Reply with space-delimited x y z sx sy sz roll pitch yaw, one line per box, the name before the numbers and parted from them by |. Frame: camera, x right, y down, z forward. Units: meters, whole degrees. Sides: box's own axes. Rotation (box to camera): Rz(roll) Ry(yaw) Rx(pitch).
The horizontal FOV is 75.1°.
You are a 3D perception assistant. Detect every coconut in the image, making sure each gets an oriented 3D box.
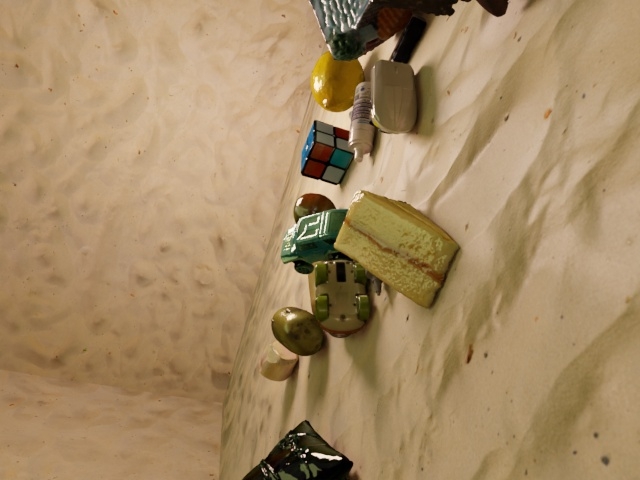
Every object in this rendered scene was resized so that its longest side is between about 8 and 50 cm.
coconut | -0.173 0.497 1.695 0.147 0.147 0.152 -100 32 -59

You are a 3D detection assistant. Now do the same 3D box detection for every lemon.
lemon | 0.073 -0.676 1.764 0.236 0.236 0.263 -157 69 -76

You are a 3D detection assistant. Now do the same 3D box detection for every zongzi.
zongzi | -0.057 0.692 1.031 0.383 0.362 0.319 -39 4 -15

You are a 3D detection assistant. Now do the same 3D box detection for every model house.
model house | 0.211 -0.786 1.308 0.360 0.297 0.339 -38 24 -30

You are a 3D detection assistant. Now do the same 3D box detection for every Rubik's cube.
Rubik's cube | 0.027 -0.360 1.721 0.183 0.180 0.167 116 162 -44

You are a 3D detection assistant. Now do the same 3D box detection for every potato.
potato | -0.081 0.313 1.453 0.148 0.197 0.228 -59 -3 -19

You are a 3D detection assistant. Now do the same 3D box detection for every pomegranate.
pomegranate | -0.031 -0.082 1.642 0.209 0.180 0.180 -67 10 -20

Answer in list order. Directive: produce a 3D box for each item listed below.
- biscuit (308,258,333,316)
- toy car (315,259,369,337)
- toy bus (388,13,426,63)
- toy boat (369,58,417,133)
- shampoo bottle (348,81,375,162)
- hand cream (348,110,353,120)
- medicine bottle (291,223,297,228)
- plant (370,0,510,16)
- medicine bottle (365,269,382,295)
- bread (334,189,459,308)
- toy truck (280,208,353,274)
biscuit | 0.013 0.107 1.490 0.237 0.062 0.290 121 153 -45
toy car | 0.057 0.189 1.196 0.235 0.145 0.235 180 90 -90
toy bus | 0.268 -0.618 1.305 0.172 0.057 0.072 120 168 -47
toy boat | 0.200 -0.391 1.185 0.141 0.141 0.269 135 145 -64
shampoo bottle | 0.152 -0.412 1.473 0.092 0.092 0.303 136 145 -64
hand cream | 0.149 -0.480 1.653 0.194 0.042 0.067 -110 38 -59
medicine bottle | -0.131 -0.014 2.176 0.080 0.080 0.130 143 140 -68
plant | 0.250 -0.537 0.792 0.181 0.321 0.194 96 170 -51
medicine bottle | 0.144 0.062 1.091 0.057 0.058 0.199 119 159 -44
bread | 0.150 0.008 0.905 0.264 0.163 0.167 -116 44 -68
toy truck | 0.000 0.000 1.352 0.279 0.156 0.155 -13 51 28
